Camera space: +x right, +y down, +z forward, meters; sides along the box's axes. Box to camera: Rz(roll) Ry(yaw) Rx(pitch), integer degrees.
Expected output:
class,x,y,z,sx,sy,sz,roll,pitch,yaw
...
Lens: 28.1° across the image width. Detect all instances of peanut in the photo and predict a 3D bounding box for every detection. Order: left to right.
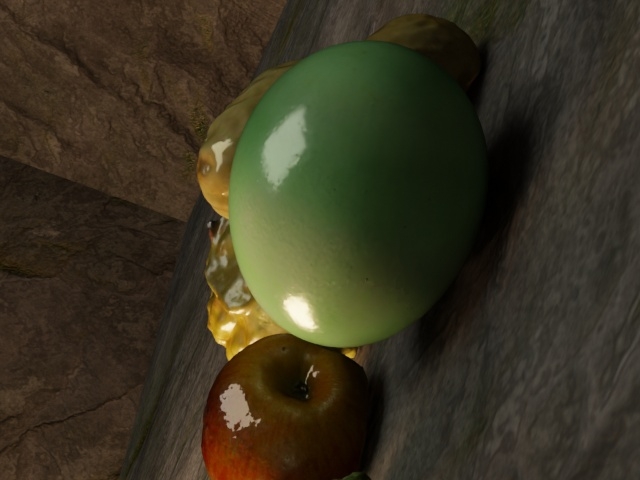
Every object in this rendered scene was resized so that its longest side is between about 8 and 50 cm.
class,x,y,z,sx,sy,sz,roll,pitch,yaw
peanut,0.014,-0.131,1.275,0.319,0.147,0.147,-32,3,-14

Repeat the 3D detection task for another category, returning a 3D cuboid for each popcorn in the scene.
class,x,y,z,sx,sy,sz,roll,pitch,yaw
popcorn,-0.038,0.034,1.383,0.266,0.192,0.233,127,159,-58

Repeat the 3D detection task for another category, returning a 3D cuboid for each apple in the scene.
class,x,y,z,sx,sy,sz,roll,pitch,yaw
apple,-0.035,0.192,1.243,0.195,0.160,0.173,-86,-2,-49

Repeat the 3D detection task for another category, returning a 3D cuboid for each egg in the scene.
class,x,y,z,sx,sy,sz,roll,pitch,yaw
egg,0.030,-0.038,1.101,0.220,0.220,0.269,-93,19,-64

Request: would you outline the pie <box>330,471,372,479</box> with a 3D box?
class,x,y,z,sx,sy,sz,roll,pitch,yaw
pie,-0.067,0.290,1.029,0.302,0.067,0.302,-38,-5,-4
